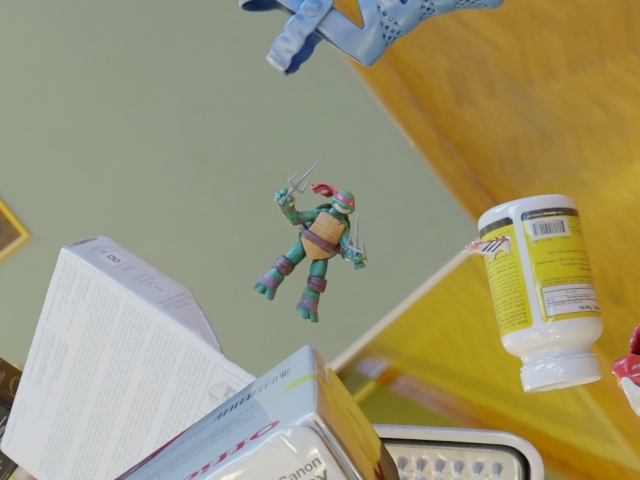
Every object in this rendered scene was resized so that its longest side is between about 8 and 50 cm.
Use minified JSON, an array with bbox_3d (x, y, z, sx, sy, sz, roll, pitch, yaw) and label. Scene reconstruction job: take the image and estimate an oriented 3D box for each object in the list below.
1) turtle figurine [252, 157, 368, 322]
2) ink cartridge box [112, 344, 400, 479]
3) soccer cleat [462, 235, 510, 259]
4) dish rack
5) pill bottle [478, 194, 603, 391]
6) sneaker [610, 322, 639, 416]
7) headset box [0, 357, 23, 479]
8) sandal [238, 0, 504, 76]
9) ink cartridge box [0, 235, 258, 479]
[{"bbox_3d":[0.000,0.000,1.864,0.175,0.234,0.118,31,-171,14],"label":"turtle figurine"},{"bbox_3d":[-0.077,0.248,1.013,0.160,0.279,0.385,56,-179,-1],"label":"ink cartridge box"},{"bbox_3d":[0.280,0.017,2.014,0.029,0.083,0.036,25,-127,-71],"label":"soccer cleat"},{"bbox_3d":[0.140,0.382,1.528,0.072,0.285,0.333,-55,-35,-71],"label":"dish rack"},{"bbox_3d":[0.406,0.099,2.176,0.188,0.188,0.334,88,173,-76],"label":"pill bottle"},{"bbox_3d":[0.554,0.170,1.895,0.118,0.279,0.107,53,134,10],"label":"sneaker"},{"bbox_3d":[-0.555,0.253,1.654,0.283,0.246,0.131,35,-170,-12],"label":"headset box"},{"bbox_3d":[0.054,-0.262,1.372,0.126,0.317,0.138,4,-96,-78],"label":"sandal"},{"bbox_3d":[-0.187,0.219,1.429,0.385,0.308,0.091,31,-156,19],"label":"ink cartridge box"}]
